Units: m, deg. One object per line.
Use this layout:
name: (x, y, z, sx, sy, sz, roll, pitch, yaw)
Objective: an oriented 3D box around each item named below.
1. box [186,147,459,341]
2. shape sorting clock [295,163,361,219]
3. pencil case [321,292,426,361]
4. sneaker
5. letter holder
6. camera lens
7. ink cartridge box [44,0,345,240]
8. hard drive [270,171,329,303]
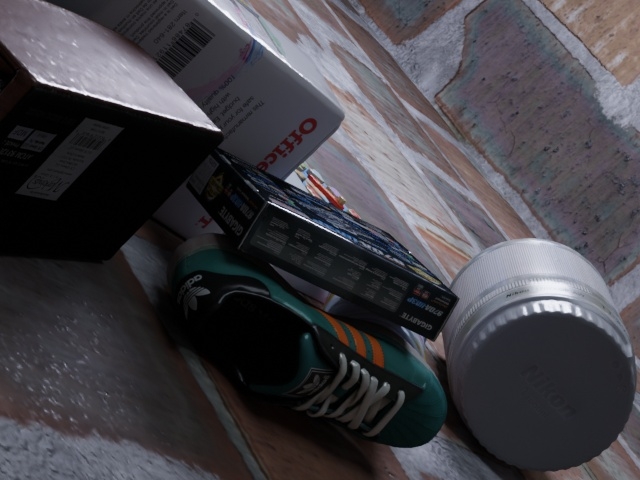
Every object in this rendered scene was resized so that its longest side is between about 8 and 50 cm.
box: (0.000, 0.000, 1.404, 0.220, 0.051, 0.175, 26, 9, -28)
shape sorting clock: (0.016, -0.040, 1.992, 0.206, 0.040, 0.206, 44, 14, -14)
pencil case: (0.058, 0.094, 1.562, 0.124, 0.113, 0.273, 31, 13, -2)
sneaker: (-0.007, 0.114, 1.345, 0.302, 0.108, 0.121, 33, 18, -21)
letter holder: (-0.246, -0.117, 1.163, 0.214, 0.152, 0.302, 49, 13, 16)
camera lens: (0.259, 0.132, 1.852, 0.219, 0.219, 0.274, 44, 14, -11)
ink cartridge box: (-0.145, -0.146, 1.443, 0.278, 0.201, 0.117, 35, 18, -40)
hard drive: (-0.061, -0.050, 1.784, 0.203, 0.040, 0.307, 30, 22, -52)
